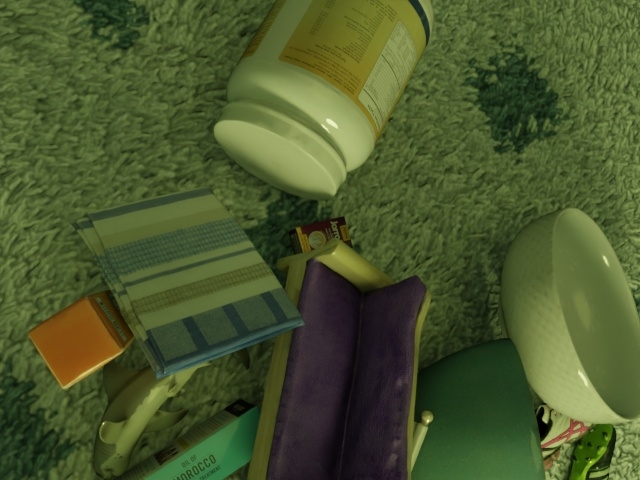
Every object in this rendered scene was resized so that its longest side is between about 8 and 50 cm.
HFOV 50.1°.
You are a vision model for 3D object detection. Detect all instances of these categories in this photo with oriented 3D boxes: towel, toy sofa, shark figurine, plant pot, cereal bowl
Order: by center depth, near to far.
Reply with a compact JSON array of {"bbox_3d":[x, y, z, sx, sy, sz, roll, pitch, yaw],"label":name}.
[{"bbox_3d":[0.021,0.187,0.897,0.150,0.177,0.362,35,53,-38],"label":"toy sofa"},{"bbox_3d":[-0.178,0.041,0.902,0.209,0.034,0.285,-18,52,-30],"label":"towel"},{"bbox_3d":[-0.223,0.178,0.906,0.116,0.166,0.278,38,73,26],"label":"shark figurine"},{"bbox_3d":[0.193,0.294,0.980,0.196,0.290,0.290,-7,84,6],"label":"plant pot"},{"bbox_3d":[0.384,0.126,1.089,0.339,0.141,0.338,25,55,-42],"label":"cereal bowl"}]

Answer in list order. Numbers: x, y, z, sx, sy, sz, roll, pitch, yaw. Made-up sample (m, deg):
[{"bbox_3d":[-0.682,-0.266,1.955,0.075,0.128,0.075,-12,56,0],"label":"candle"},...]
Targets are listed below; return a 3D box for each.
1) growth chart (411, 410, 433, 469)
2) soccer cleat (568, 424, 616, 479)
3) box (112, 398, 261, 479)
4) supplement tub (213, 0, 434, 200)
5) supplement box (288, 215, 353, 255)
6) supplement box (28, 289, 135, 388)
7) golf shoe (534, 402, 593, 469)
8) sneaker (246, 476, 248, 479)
[{"bbox_3d":[0.050,0.256,0.953,0.021,0.237,0.171,35,79,-40],"label":"growth chart"},{"bbox_3d":[0.459,0.395,1.157,0.072,0.060,0.178,31,79,-23],"label":"soccer cleat"},{"bbox_3d":[-0.185,0.306,0.915,0.244,0.100,0.060,-30,94,-20],"label":"box"},{"bbox_3d":[0.004,-0.240,0.994,0.228,0.228,0.316,32,73,-13],"label":"supplement tub"},{"bbox_3d":[0.000,0.000,1.055,0.083,0.043,0.054,-15,86,-21],"label":"supplement box"},{"bbox_3d":[-0.278,0.112,0.836,0.078,0.233,0.080,-33,92,-10],"label":"supplement box"},{"bbox_3d":[0.392,0.294,1.125,0.186,0.067,0.085,-38,123,-21],"label":"golf shoe"},{"bbox_3d":[-0.010,0.484,0.924,0.135,0.150,0.365,-15,87,-22],"label":"sneaker"}]
